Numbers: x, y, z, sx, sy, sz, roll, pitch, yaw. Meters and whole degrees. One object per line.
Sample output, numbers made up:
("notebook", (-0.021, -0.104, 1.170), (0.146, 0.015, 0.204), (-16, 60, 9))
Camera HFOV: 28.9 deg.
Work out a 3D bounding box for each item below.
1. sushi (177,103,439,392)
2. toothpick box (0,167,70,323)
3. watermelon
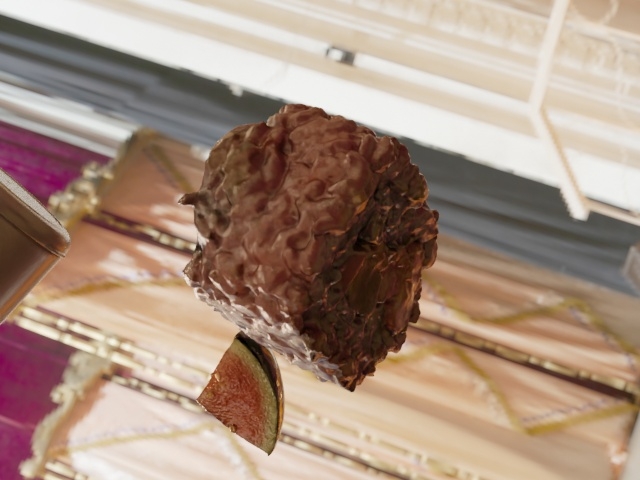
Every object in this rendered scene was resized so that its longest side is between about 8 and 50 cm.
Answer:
("sushi", (0.000, 0.000, 1.154), (0.237, 0.170, 0.270), (-65, -28, -13))
("toothpick box", (-0.460, 0.051, 1.434), (0.316, 0.229, 0.229), (-49, -15, -2))
("watermelon", (-0.082, 0.163, 1.304), (0.125, 0.094, 0.135), (121, 134, -75))
